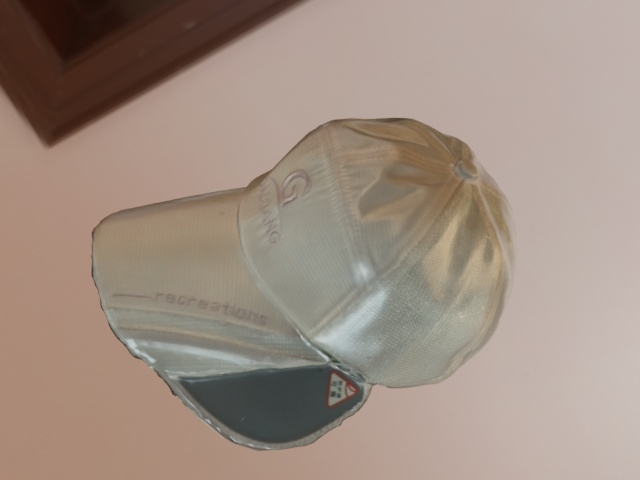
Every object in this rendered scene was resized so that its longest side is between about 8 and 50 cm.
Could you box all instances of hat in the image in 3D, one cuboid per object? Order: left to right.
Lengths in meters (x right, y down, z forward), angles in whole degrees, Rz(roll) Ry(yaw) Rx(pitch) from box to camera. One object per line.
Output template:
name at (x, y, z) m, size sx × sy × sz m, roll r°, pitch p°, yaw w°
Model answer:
hat at (-0.009, 0.003, 0.892) m, size 0.232 × 0.275 × 0.161 m, roll -99°, pitch 9°, yaw -53°
